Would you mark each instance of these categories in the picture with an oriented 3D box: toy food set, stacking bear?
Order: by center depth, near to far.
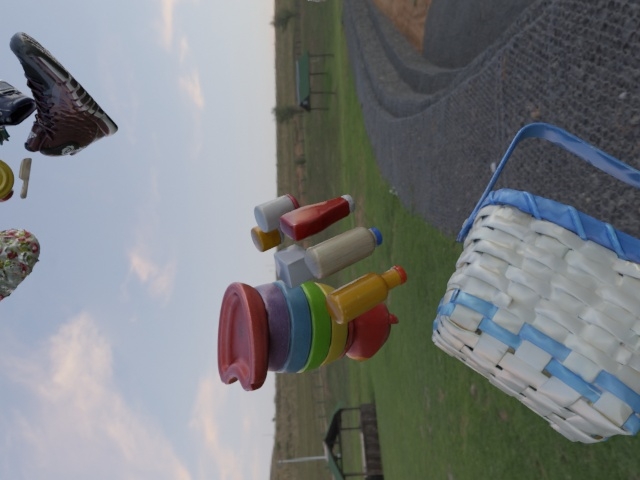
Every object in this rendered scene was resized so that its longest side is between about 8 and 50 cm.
[{"bbox_3d":[0.000,0.000,0.613,0.232,0.104,0.111,33,139,50],"label":"toy food set"},{"bbox_3d":[-0.010,0.147,0.786,0.175,0.289,0.164,-20,71,60],"label":"stacking bear"},{"bbox_3d":[-0.845,-0.141,1.166,0.071,0.218,0.128,-37,60,59],"label":"toy food set"}]

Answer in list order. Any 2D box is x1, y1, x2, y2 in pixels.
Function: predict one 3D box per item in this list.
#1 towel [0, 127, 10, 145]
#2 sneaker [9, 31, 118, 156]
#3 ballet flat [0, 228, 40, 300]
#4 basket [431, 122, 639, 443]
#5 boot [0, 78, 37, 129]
[{"bbox_3d":[-0.884,-0.460,1.159,0.370,0.040,0.271,54,146,16],"label":"towel"},{"bbox_3d":[-0.520,-0.244,0.888,0.106,0.162,0.281,44,170,19],"label":"sneaker"},{"bbox_3d":[-0.451,0.064,0.549,0.091,0.241,0.077,57,180,8],"label":"ballet flat"},{"bbox_3d":[0.260,0.028,0.482,0.289,0.255,0.201,-51,-21,-11],"label":"basket"},{"bbox_3d":[-0.627,-0.232,0.859,0.190,0.086,0.069,-59,-4,-37],"label":"boot"}]
